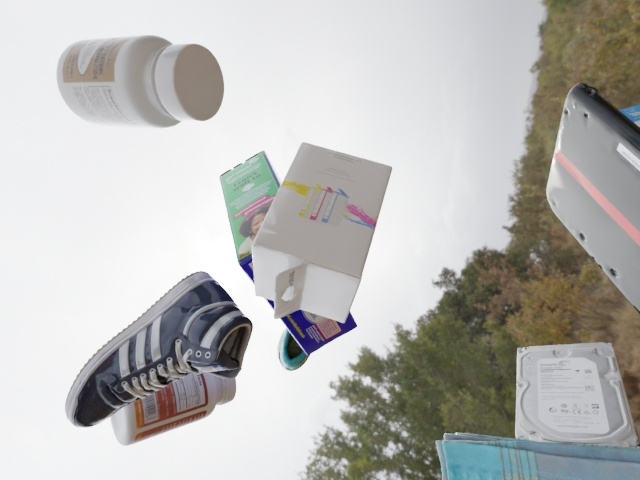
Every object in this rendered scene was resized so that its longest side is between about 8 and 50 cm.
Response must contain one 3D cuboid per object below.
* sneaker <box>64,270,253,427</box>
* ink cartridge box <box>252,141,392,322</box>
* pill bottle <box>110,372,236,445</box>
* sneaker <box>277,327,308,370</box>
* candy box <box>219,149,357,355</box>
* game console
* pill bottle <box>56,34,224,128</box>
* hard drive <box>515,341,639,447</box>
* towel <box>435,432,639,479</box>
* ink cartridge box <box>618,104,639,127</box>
[{"bbox_3d":[-0.223,0.186,0.597,0.282,0.153,0.099,-47,-29,-16],"label":"sneaker"},{"bbox_3d":[0.000,0.000,0.372,0.092,0.090,0.143,98,-170,-56],"label":"ink cartridge box"},{"bbox_3d":[-0.280,0.299,0.793,0.216,0.121,0.121,-3,-81,-42],"label":"pill bottle"},{"bbox_3d":[-0.023,0.175,0.968,0.110,0.107,0.275,101,-172,-75],"label":"sneaker"},{"bbox_3d":[-0.072,0.014,0.803,0.268,0.122,0.317,62,178,-38],"label":"candy box"},{"bbox_3d":[0.548,-0.049,0.725,0.342,0.060,0.386,61,-173,-53],"label":"game console"},{"bbox_3d":[-0.267,-0.236,0.617,0.131,0.229,0.131,-34,-51,-56],"label":"pill bottle"},{"bbox_3d":[0.611,0.383,1.005,0.339,0.237,0.064,-46,-62,-53],"label":"hard drive"},{"bbox_3d":[0.220,0.361,0.326,0.040,0.271,0.370,26,-122,-35],"label":"towel"},{"bbox_3d":[0.679,-0.160,0.843,0.148,0.086,0.203,88,165,-50],"label":"ink cartridge box"}]
